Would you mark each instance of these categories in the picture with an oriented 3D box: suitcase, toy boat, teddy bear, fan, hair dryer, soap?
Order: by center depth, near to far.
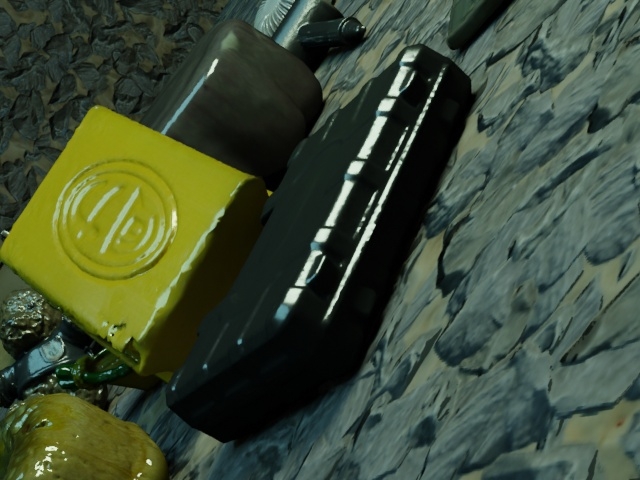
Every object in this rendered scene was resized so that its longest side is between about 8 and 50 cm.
[{"bbox_3d":[0.000,0.000,0.988,0.206,0.066,0.285,-38,21,52],"label":"suitcase"},{"bbox_3d":[-0.161,0.004,1.234,0.324,0.096,0.204,25,82,52],"label":"soap"},{"bbox_3d":[-0.180,0.090,1.361,0.229,0.088,0.089,-49,15,23],"label":"toy boat"},{"bbox_3d":[-0.328,0.161,1.615,0.182,0.129,0.251,-29,46,3],"label":"teddy bear"},{"bbox_3d":[-0.005,-0.239,1.632,0.128,0.070,0.255,-56,17,-4],"label":"hair dryer"},{"bbox_3d":[-0.066,-0.280,1.937,0.244,0.074,0.130,-61,24,-4],"label":"fan"}]

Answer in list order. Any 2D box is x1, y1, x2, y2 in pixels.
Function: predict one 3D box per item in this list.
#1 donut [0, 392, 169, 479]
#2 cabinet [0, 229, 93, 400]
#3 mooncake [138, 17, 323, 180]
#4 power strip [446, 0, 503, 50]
[{"bbox_3d":[-0.218,0.224,1.055,0.208,0.128,0.261,-56,18,-6],"label":"donut"},{"bbox_3d":[-0.394,0.120,1.817,0.175,0.148,0.215,-59,-8,-15],"label":"cabinet"},{"bbox_3d":[-0.134,-0.099,1.528,0.306,0.154,0.306,-52,13,17],"label":"mooncake"},{"bbox_3d":[0.173,-0.319,1.117,0.251,0.092,0.257,-41,22,36],"label":"power strip"}]
